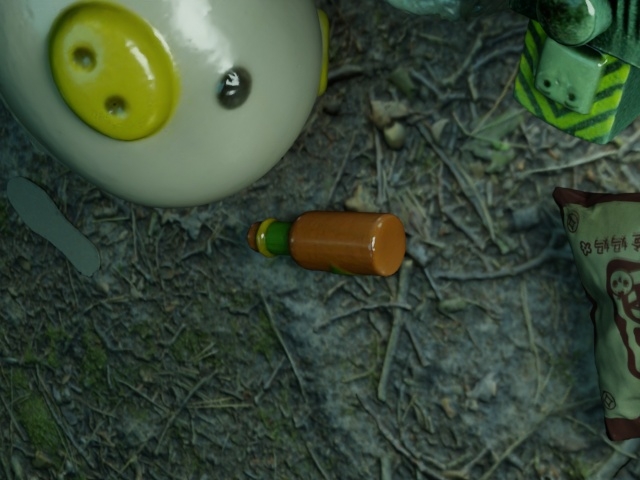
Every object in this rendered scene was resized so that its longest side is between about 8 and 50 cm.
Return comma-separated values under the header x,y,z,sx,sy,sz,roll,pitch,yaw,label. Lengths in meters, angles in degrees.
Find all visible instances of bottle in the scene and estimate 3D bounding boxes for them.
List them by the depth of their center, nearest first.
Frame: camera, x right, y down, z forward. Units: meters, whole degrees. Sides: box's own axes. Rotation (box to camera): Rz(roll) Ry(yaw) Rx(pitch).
x,y,z,sx,sy,sz,roll,pitch,yaw,label
0.000,0.000,1.259,0.187,0.069,0.069,5,105,38,bottle

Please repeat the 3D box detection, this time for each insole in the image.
x,y,z,sx,sy,sz,roll,pitch,yaw,label
-0.358,-0.022,1.565,0.197,0.004,0.065,39,122,23,insole

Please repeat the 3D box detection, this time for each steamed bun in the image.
x,y,z,sx,sy,sz,roll,pitch,yaw,label
-0.167,-0.214,1.154,0.334,0.334,0.374,-16,117,39,steamed bun

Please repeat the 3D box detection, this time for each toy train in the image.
x,y,z,sx,sy,sz,roll,pitch,yaw,label
0.258,-0.193,0.862,0.138,0.330,0.178,33,139,26,toy train

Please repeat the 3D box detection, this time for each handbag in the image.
x,y,z,sx,sy,sz,roll,pitch,yaw,label
0.315,0.055,0.993,0.213,0.127,0.235,-8,99,37,handbag

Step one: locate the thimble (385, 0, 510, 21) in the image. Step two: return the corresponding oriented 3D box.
x,y,z,sx,sy,sz,roll,pitch,yaw,label
0.114,-0.294,1.041,0.185,0.149,0.211,-15,92,37,thimble
